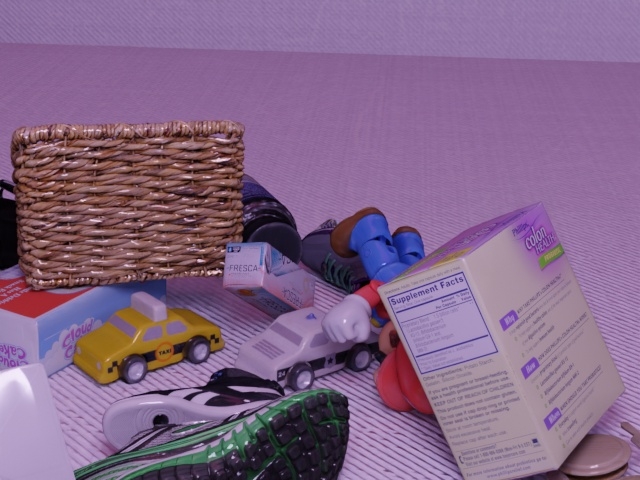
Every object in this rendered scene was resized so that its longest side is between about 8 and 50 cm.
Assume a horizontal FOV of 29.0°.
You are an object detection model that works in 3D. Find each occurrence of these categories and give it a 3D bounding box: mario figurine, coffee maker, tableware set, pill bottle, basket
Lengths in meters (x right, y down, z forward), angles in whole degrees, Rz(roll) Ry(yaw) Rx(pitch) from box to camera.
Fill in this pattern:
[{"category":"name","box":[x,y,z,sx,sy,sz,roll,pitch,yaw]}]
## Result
[{"category":"mario figurine","box":[0.087,0.105,1.545,0.198,0.170,0.320,-4,35,-10]},{"category":"coffee maker","box":[-0.458,0.001,1.859,0.178,0.120,0.171,9,42,24]},{"category":"tableware set","box":[0.310,0.259,1.297,0.128,0.039,0.194,-15,18,-9]},{"category":"pill bottle","box":[-0.108,-0.020,1.886,0.123,0.122,0.219,-7,22,-20]},{"category":"basket","box":[-0.259,-0.080,1.655,0.299,0.223,0.213,-4,22,-13]}]

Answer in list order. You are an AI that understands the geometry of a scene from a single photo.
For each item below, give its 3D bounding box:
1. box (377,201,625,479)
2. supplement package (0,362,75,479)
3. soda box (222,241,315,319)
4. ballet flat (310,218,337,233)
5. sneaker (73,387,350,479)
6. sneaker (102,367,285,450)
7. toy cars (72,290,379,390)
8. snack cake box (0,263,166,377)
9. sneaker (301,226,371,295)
[{"category":"box","box":[0.205,0.111,1.363,0.117,0.243,0.213,-21,5,37]},{"category":"supplement package","box":[-0.339,0.217,1.094,0.194,0.149,0.203,-11,-13,-27]},{"category":"soda box","box":[-0.065,0.056,1.638,0.058,0.063,0.183,-2,-17,20]},{"category":"ballet flat","box":[0.000,0.000,1.900,0.041,0.041,0.114,-3,-19,-11]},{"category":"sneaker","box":[-0.113,0.219,1.246,0.344,0.134,0.146,-15,26,-35]},{"category":"sneaker","box":[-0.144,0.194,1.405,0.217,0.079,0.121,4,16,-17]},{"category":"toy cars","box":[-0.116,0.118,1.576,0.394,0.087,0.176,2,21,3]},{"category":"snack cake box","box":[-0.343,0.084,1.654,0.152,0.089,0.264,15,25,28]},{"category":"sneaker","box":[0.046,0.043,1.795,0.224,0.083,0.098,13,32,31]}]
